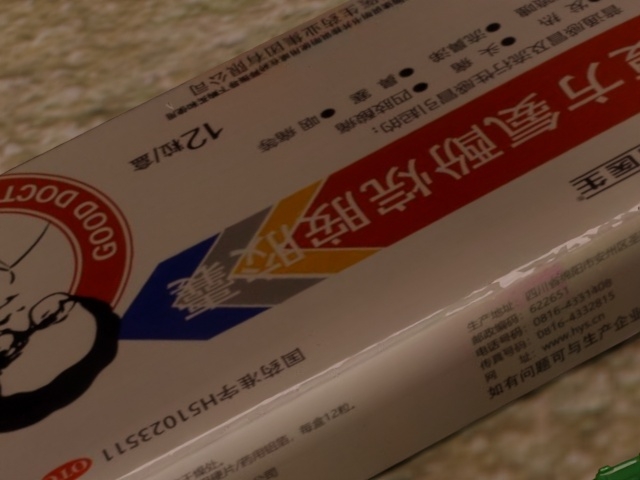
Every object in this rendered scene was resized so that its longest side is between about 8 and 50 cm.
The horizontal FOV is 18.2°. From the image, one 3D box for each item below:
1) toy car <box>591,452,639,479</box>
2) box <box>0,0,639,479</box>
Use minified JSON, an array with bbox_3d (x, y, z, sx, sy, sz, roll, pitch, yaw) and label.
[{"bbox_3d":[0.168,0.081,0.645,0.165,0.062,0.071,-23,38,-3],"label":"toy car"},{"bbox_3d":[0.000,0.000,0.816,0.353,0.069,0.214,-28,40,-7],"label":"box"}]
